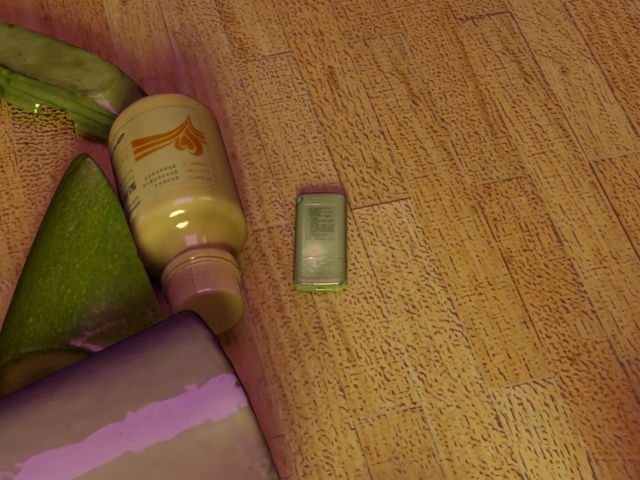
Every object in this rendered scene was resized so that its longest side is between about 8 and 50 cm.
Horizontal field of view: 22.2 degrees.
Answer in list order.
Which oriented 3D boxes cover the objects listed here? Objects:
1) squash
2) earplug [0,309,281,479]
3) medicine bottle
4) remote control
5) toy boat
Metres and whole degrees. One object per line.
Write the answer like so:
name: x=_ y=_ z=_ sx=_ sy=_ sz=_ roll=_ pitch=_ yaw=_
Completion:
squash: x=-0.187 y=0.022 z=1.504 sx=0.203 sy=0.111 sz=0.289 roll=9 pitch=47 yaw=9
earplug: x=-0.259 y=0.233 z=1.252 sx=0.455 sy=0.215 sz=0.215 roll=-22 pitch=50 yaw=-13
medicine bottle: x=-0.129 y=-0.022 z=1.537 sx=0.114 sy=0.114 sz=0.252 roll=-11 pitch=49 yaw=-8
remote control: x=0.000 y=0.000 z=1.576 sx=0.053 sy=0.018 sz=0.124 roll=-1 pitch=47 yaw=0
toy boat: x=-0.308 y=-0.178 z=1.728 sx=0.293 sy=0.055 sz=0.093 roll=21 pitch=49 yaw=20
